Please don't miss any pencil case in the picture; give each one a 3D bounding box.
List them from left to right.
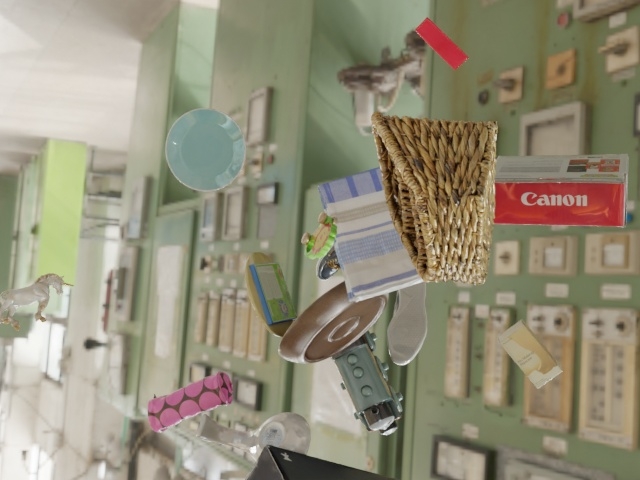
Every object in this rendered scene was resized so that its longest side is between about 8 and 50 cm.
[{"bbox_3d":[-0.301,0.377,1.864,0.209,0.095,0.098,-22,155,15],"label":"pencil case"}]

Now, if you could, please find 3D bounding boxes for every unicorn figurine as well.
[{"bbox_3d":[-0.539,0.109,1.482,0.161,0.060,0.111,-3,-137,-21],"label":"unicorn figurine"}]

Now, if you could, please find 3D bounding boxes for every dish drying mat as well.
[{"bbox_3d":[0.174,-0.283,1.141,0.083,0.008,0.032,42,140,-8],"label":"dish drying mat"}]

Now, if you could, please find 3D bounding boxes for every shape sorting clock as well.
[{"bbox_3d":[-0.119,0.125,1.839,0.040,0.206,0.206,-22,165,23],"label":"shape sorting clock"}]

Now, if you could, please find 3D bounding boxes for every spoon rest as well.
[{"bbox_3d":[-0.139,0.434,1.746,0.276,0.137,0.084,2,151,32],"label":"spoon rest"}]

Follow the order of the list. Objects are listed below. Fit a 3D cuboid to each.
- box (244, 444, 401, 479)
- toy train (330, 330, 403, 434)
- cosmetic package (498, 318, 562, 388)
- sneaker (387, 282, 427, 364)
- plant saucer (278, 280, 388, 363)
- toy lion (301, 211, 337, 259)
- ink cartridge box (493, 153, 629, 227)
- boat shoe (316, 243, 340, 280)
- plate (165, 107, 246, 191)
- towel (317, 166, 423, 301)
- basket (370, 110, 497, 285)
[{"bbox_3d":[0.006,0.736,1.638,0.479,0.472,0.297,24,-170,-32],"label":"box"},{"bbox_3d":[0.107,0.348,2.081,0.142,0.334,0.190,-25,161,5],"label":"toy train"},{"bbox_3d":[0.389,0.211,1.479,0.060,0.115,0.041,-41,-177,14],"label":"cosmetic package"},{"bbox_3d":[0.246,0.242,2.206,0.104,0.296,0.147,5,141,9],"label":"sneaker"},{"bbox_3d":[0.044,0.188,1.825,0.310,0.050,0.311,-30,154,-16],"label":"plant saucer"},{"bbox_3d":[0.000,0.000,1.514,0.034,0.096,0.100,26,127,-19],"label":"toy lion"},{"bbox_3d":[0.547,-0.111,1.843,0.309,0.130,0.272,2,-162,22],"label":"ink cartridge box"},{"bbox_3d":[0.045,0.058,2.259,0.065,0.183,0.083,23,-152,-19],"label":"boat shoe"},{"bbox_3d":[-0.259,-0.206,1.803,0.188,0.188,0.024,3,-173,6],"label":"plate"},{"bbox_3d":[0.124,-0.023,1.711,0.209,0.285,0.034,-15,161,-2],"label":"towel"},{"bbox_3d":[0.191,-0.054,1.409,0.222,0.214,0.299,7,149,15],"label":"basket"}]
